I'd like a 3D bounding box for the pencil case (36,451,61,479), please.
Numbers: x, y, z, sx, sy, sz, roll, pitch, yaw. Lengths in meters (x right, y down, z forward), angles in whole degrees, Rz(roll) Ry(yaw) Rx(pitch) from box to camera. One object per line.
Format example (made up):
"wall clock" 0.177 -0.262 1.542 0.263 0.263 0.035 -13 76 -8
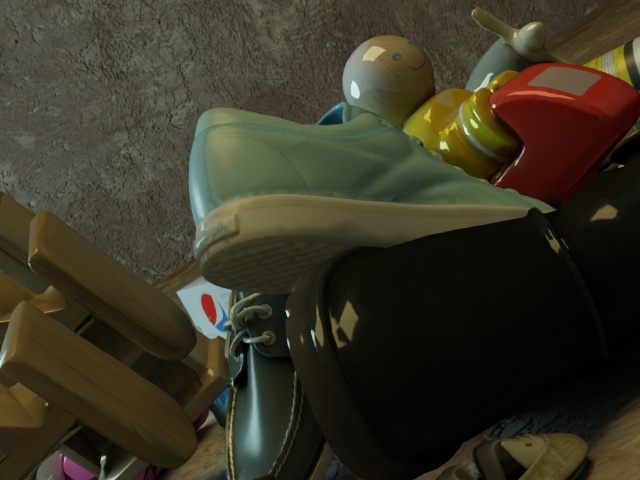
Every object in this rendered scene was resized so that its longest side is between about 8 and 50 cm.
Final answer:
"pencil case" -0.358 0.275 1.556 0.273 0.113 0.124 -27 4 17

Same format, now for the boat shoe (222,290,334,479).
"boat shoe" -0.046 0.064 1.221 0.116 0.099 0.319 -21 50 38

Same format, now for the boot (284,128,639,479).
"boot" 0.231 -0.022 0.942 0.445 0.146 0.367 -28 -4 23

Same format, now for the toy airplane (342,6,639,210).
"toy airplane" 0.100 -0.067 1.490 0.384 0.272 0.386 -32 8 5

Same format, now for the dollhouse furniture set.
"dollhouse furniture set" -0.220 0.172 1.204 0.362 0.256 0.394 -46 22 19

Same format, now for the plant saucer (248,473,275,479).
"plant saucer" -0.125 0.229 1.017 0.241 0.037 0.241 -30 -11 -6

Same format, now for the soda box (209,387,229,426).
"soda box" -0.059 0.138 1.498 0.067 0.071 0.210 -31 7 -19

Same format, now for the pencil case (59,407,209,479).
"pencil case" -0.180 0.185 1.550 0.095 0.098 0.209 -17 10 19

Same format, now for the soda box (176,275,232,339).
"soda box" -0.079 0.061 1.759 0.069 0.074 0.216 -33 8 -29

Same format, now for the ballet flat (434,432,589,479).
"ballet flat" 0.099 0.142 0.891 0.057 0.052 0.168 -23 9 45

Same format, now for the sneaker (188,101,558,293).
"sneaker" 0.063 -0.039 1.200 0.366 0.150 0.135 7 -27 -39

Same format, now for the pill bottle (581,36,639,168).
"pill bottle" 0.315 -0.144 1.828 0.209 0.119 0.119 -26 8 26
